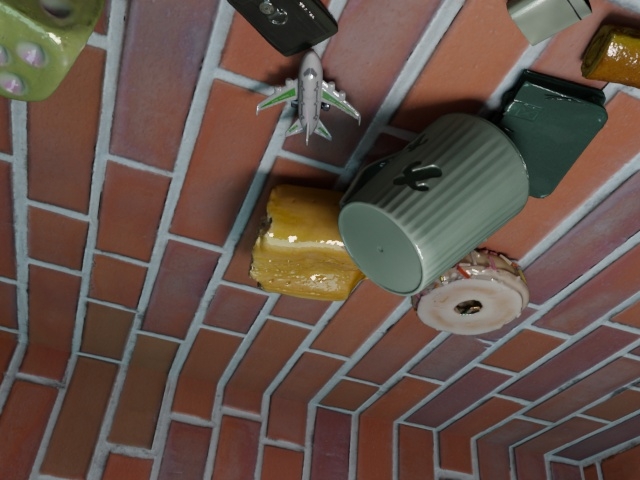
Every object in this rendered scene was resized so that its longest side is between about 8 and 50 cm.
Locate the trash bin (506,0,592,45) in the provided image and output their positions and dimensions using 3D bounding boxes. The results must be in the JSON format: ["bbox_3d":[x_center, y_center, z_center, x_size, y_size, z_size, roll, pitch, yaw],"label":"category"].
[{"bbox_3d":[0.465,-0.475,1.301,0.130,0.059,0.116,-25,132,35],"label":"trash bin"}]

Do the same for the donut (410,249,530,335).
[{"bbox_3d":[0.478,0.165,2.075,0.382,0.142,0.382,3,142,2],"label":"donut"}]

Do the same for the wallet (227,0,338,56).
[{"bbox_3d":[-0.088,-0.494,1.356,0.168,0.052,0.245,-18,140,33],"label":"wallet"}]

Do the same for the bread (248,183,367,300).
[{"bbox_3d":[0.000,0.000,1.840,0.394,0.250,0.361,5,145,-6],"label":"bread"}]

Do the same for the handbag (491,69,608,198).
[{"bbox_3d":[0.524,-0.249,1.571,0.238,0.089,0.326,13,143,-6],"label":"handbag"}]

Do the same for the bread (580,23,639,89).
[{"bbox_3d":[0.662,-0.387,1.357,0.172,0.103,0.132,10,143,-4],"label":"bread"}]

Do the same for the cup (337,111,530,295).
[{"bbox_3d":[0.244,-0.078,1.548,0.310,0.392,0.401,55,152,-6],"label":"cup"}]

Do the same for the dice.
[{"bbox_3d":[-0.610,-0.456,1.298,0.250,0.252,0.254,31,138,-29],"label":"dice"}]

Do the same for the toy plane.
[{"bbox_3d":[-0.026,-0.342,1.504,0.251,0.101,0.255,5,139,1],"label":"toy plane"}]
